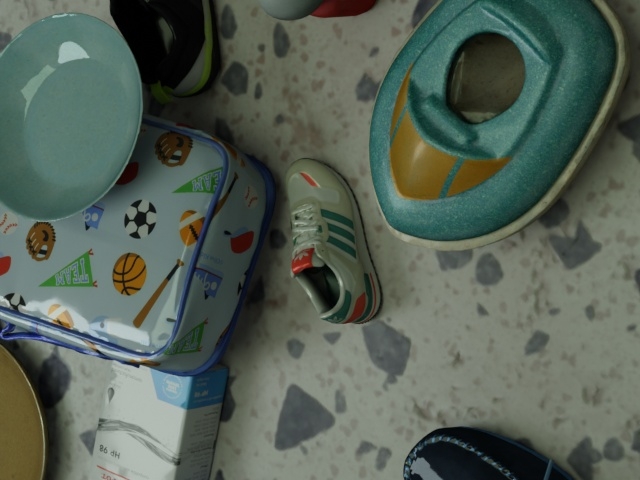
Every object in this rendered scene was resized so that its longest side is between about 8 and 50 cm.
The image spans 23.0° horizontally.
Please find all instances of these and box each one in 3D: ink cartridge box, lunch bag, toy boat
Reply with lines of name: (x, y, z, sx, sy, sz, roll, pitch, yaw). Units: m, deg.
ink cartridge box: (-0.161, 0.197, 1.528, 0.104, 0.060, 0.180, 16, 101, 30)
lunch bag: (-0.204, -0.003, 1.491, 0.303, 0.115, 0.243, 15, 87, 32)
toy boat: (0.082, -0.144, 1.304, 0.318, 0.148, 0.267, 40, 113, 24)

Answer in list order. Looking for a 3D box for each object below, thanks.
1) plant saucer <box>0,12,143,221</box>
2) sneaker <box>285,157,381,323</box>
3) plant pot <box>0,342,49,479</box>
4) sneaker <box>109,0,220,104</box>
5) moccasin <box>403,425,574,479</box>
plant saucer: (-0.232, -0.110, 1.439, 0.195, 0.037, 0.195, -6, 78, 29)
sneaker: (0.000, 0.000, 1.406, 0.057, 0.075, 0.161, -24, 80, 31)
plant pot: (-0.373, 0.208, 1.680, 0.236, 0.032, 0.236, 3, 95, 33)
sneaker: (-0.155, -0.245, 1.478, 0.084, 0.097, 0.235, -19, 82, 31)
moccasin: (0.194, 0.276, 1.274, 0.342, 0.117, 0.138, 40, 112, 24)
